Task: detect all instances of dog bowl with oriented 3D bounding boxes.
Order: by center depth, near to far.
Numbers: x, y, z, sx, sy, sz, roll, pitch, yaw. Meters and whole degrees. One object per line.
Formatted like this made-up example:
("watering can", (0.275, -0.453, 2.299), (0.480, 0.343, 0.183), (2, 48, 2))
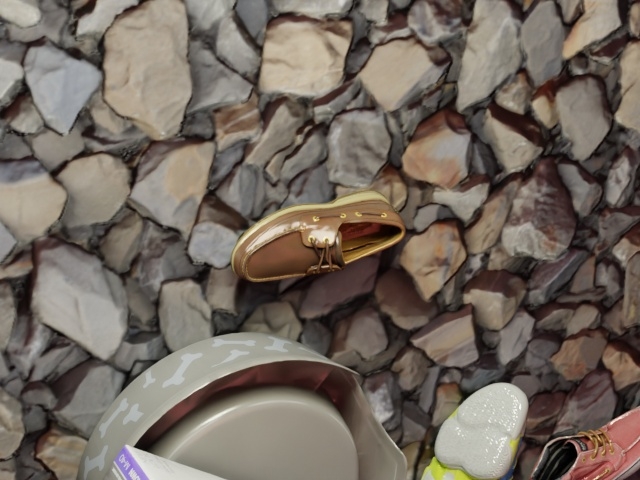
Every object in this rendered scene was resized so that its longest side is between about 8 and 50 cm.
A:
("dog bowl", (-0.086, 0.248, 1.556), (0.349, 0.102, 0.349), (-14, 122, -23))

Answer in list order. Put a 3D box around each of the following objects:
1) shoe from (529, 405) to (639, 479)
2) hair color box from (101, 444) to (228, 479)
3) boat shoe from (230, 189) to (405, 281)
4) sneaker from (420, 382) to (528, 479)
("shoe", (0.326, 0.249, 1.828), (0.178, 0.063, 0.081), (-43, 134, 1))
("hair color box", (-0.043, 0.319, 1.438), (0.339, 0.185, 0.110), (25, 101, -38))
("boat shoe", (0.000, 0.000, 1.497), (0.178, 0.060, 0.064), (-18, 123, -22))
("sneaker", (0.177, 0.269, 1.751), (0.126, 0.091, 0.240), (16, 107, -55))
